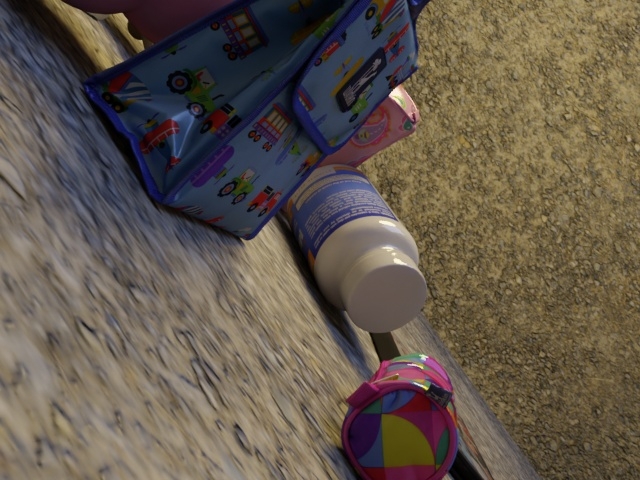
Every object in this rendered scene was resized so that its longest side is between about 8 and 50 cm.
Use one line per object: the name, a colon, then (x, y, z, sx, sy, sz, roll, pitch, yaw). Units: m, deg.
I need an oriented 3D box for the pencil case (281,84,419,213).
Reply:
pencil case: (0.027, -0.152, 1.156, 0.124, 0.284, 0.124, 41, 25, -24)

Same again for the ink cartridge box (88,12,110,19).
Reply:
ink cartridge box: (-0.299, -0.370, 0.781, 0.208, 0.087, 0.153, 55, 7, 4)

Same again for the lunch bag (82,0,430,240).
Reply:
lunch bag: (-0.025, -0.150, 0.661, 0.138, 0.293, 0.221, 55, 7, 14)

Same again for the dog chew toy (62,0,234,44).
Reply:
dog chew toy: (-0.172, -0.285, 0.622, 0.332, 0.206, 0.206, 7, 39, -39)

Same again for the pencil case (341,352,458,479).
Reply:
pencil case: (0.081, 0.163, 0.667, 0.104, 0.104, 0.236, 55, 5, 10)

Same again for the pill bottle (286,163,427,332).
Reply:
pill bottle: (0.051, 0.010, 1.027, 0.152, 0.152, 0.272, 50, 8, -34)

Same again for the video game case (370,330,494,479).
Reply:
video game case: (0.177, 0.267, 1.096, 0.248, 0.035, 0.275, 52, 6, -17)

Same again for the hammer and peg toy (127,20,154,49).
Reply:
hammer and peg toy: (-0.144, -0.346, 0.963, 0.127, 0.266, 0.361, 11, -62, 39)
